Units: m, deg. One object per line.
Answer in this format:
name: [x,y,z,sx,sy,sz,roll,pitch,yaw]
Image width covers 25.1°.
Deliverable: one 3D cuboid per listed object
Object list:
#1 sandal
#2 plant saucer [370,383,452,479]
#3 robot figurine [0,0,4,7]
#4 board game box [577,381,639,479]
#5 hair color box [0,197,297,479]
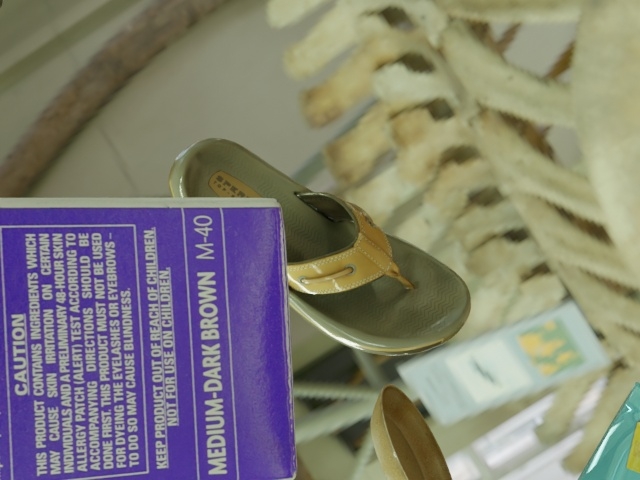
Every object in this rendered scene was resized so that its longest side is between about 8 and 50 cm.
sandal: [0.000,0.000,0.769,0.180,0.072,0.049,34,152,0]
plant saucer: [0.048,0.117,0.767,0.083,0.015,0.083,54,-162,-26]
robot figurine: [-0.284,-0.153,0.647,0.291,0.211,0.085,48,-170,-32]
board game box: [0.176,0.232,0.949,0.079,0.253,0.336,30,178,15]
hair color box: [-0.199,0.046,0.487,0.185,0.339,0.110,-12,79,61]
